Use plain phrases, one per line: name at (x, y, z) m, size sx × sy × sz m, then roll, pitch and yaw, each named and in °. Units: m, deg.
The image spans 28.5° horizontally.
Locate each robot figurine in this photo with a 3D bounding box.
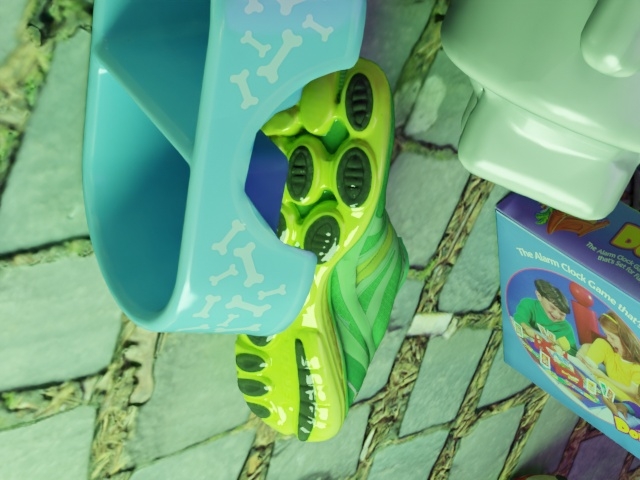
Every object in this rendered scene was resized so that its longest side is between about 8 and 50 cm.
robot figurine at (0.210, -0.195, 0.841) m, size 0.300 × 0.200 × 0.353 m, roll -76°, pitch -172°, yaw -69°

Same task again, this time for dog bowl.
dog bowl at (-0.064, -0.076, 0.668) m, size 0.074 × 0.166 × 0.297 m, roll -11°, pitch 129°, yaw -30°

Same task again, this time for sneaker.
sneaker at (0.000, 0.000, 0.875) m, size 0.123 × 0.109 × 0.295 m, roll -48°, pitch 152°, yaw -51°

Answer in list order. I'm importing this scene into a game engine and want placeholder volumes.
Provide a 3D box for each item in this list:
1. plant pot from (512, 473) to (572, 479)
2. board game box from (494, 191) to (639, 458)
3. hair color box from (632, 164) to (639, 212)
plant pot at (0.261, 0.374, 1.414) m, size 0.191 × 0.191 × 0.174 m, roll -3°, pitch 119°, yaw -48°
board game box at (0.309, 0.109, 1.096) m, size 0.078 × 0.347 × 0.233 m, roll -39°, pitch 144°, yaw -21°
hair color box at (0.423, 0.052, 1.334) m, size 0.105 × 0.174 × 0.347 m, roll -37°, pitch 142°, yaw -20°
